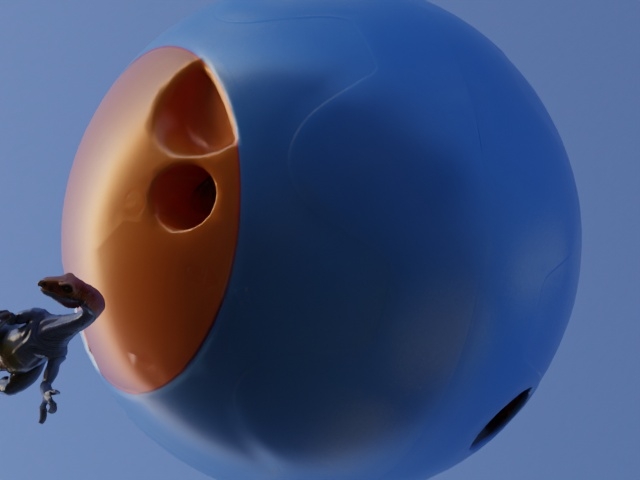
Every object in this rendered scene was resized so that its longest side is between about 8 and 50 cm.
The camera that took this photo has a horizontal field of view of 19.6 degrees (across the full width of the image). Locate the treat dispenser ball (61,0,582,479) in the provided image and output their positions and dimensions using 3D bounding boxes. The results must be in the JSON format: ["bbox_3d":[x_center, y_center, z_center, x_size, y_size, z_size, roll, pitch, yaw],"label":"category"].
[{"bbox_3d":[0.000,0.000,1.029,0.288,0.288,0.288,7,-70,20],"label":"treat dispenser ball"}]

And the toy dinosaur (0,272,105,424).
[{"bbox_3d":[-0.115,0.034,0.720,0.082,0.090,0.047,-32,-73,15],"label":"toy dinosaur"}]
